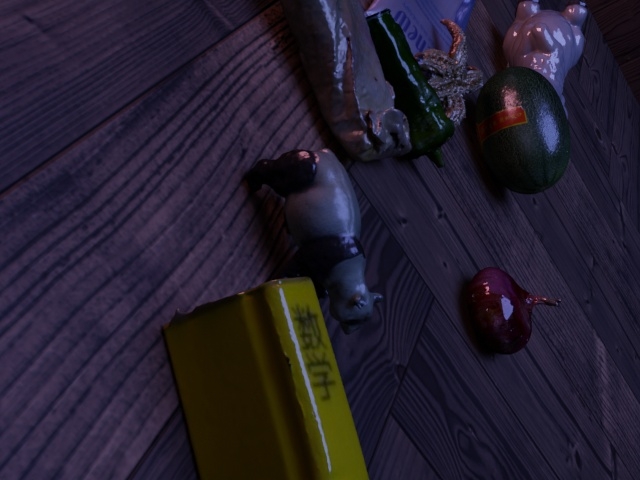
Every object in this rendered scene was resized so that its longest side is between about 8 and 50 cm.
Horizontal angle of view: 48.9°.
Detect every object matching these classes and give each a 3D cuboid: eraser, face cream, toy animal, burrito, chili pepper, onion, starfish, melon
[{"bbox_3d":[-0.051,0.155,0.638,0.069,0.158,0.226,-5,74,-51],"label":"eraser"},{"bbox_3d":[0.207,-0.461,1.386,0.235,0.137,0.420,46,52,-29],"label":"face cream"},{"bbox_3d":[0.000,0.000,0.823,0.094,0.121,0.225,2,71,-52],"label":"toy animal"},{"bbox_3d":[0.029,-0.270,1.033,0.348,0.107,0.175,64,20,-8],"label":"burrito"},{"bbox_3d":[0.140,-0.240,1.155,0.099,0.136,0.270,-26,98,-10],"label":"chili pepper"},{"bbox_3d":[0.326,0.110,1.164,0.150,0.140,0.150,31,50,-45],"label":"onion"},{"bbox_3d":[0.533,-0.408,1.718,0.258,0.194,0.357,53,47,-59],"label":"toy animal"},{"bbox_3d":[0.236,-0.306,1.298,0.238,0.071,0.216,-10,100,-50],"label":"starfish"},{"bbox_3d":[0.407,-0.234,1.431,0.182,0.182,0.288,16,61,-47],"label":"melon"}]
